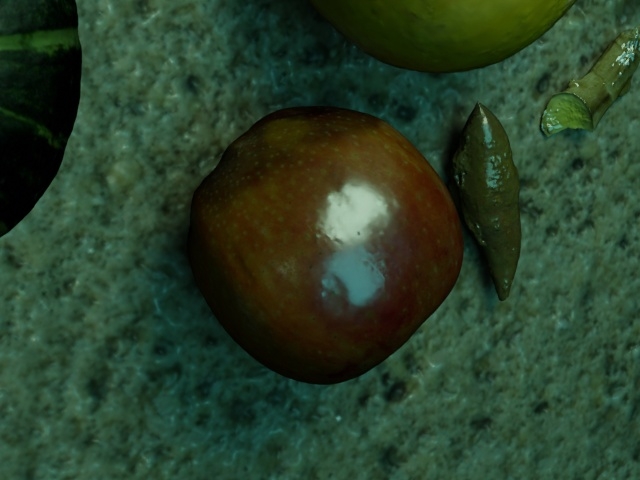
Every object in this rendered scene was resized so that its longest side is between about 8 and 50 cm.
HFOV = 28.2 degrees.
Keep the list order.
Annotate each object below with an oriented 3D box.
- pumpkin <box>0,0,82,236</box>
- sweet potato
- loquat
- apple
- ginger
[{"bbox_3d":[-0.316,-0.122,0.846,0.323,0.241,0.323,-7,105,-27],"label":"pumpkin"},{"bbox_3d":[0.159,-0.036,1.205,0.068,0.060,0.206,-10,111,15],"label":"sweet potato"},{"bbox_3d":[0.103,-0.265,1.001,0.274,0.275,0.275,-6,104,-25],"label":"loquat"},{"bbox_3d":[0.000,0.000,1.052,0.229,0.230,0.230,-6,104,-25],"label":"apple"},{"bbox_3d":[0.273,-0.149,1.242,0.137,0.044,0.057,-45,99,-12],"label":"ginger"}]
